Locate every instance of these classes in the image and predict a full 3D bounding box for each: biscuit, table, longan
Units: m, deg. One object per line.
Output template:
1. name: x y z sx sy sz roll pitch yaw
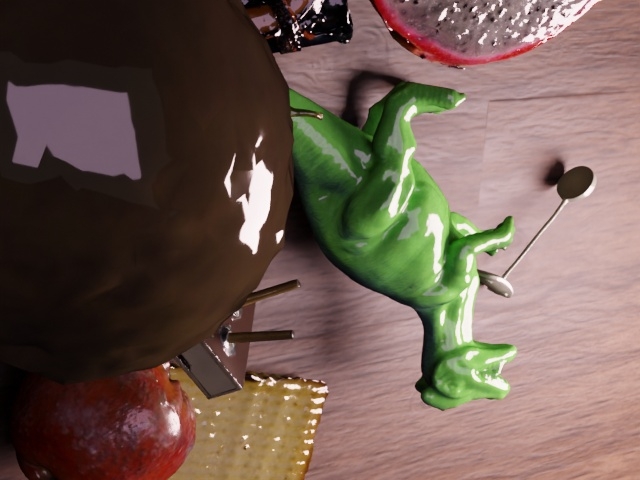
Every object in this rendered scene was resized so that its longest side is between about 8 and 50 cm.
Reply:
1. biscuit: -0.111 0.216 1.538 0.254 0.029 0.172 11 97 -39
2. table: -0.114 0.022 1.383 0.240 0.111 0.122 55 28 -37
3. longan: -0.226 -0.114 1.097 0.436 0.404 0.404 20 93 -26

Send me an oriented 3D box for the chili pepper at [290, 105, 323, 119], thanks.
1. chili pepper: -0.089 -0.129 1.358 0.191 0.050 0.059 6 124 -9

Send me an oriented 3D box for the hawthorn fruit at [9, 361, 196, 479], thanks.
1. hawthorn fruit: -0.207 0.168 1.363 0.173 0.173 0.173 -13 113 -34

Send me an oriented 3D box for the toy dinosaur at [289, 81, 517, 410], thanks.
1. toy dinosaur: 0.000 0.000 1.519 0.500 0.144 0.375 1 106 -23

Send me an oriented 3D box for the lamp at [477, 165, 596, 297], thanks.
1. lamp: 0.255 -0.019 1.728 0.198 0.050 0.056 -52 127 -12

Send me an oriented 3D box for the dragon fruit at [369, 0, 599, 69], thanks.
1. dragon fruit: 0.150 -0.348 1.433 0.305 0.226 0.305 -12 138 -11

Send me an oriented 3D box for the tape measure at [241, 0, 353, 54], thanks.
1. tape measure: -0.075 -0.269 1.316 0.202 0.135 0.223 -12 114 -7
